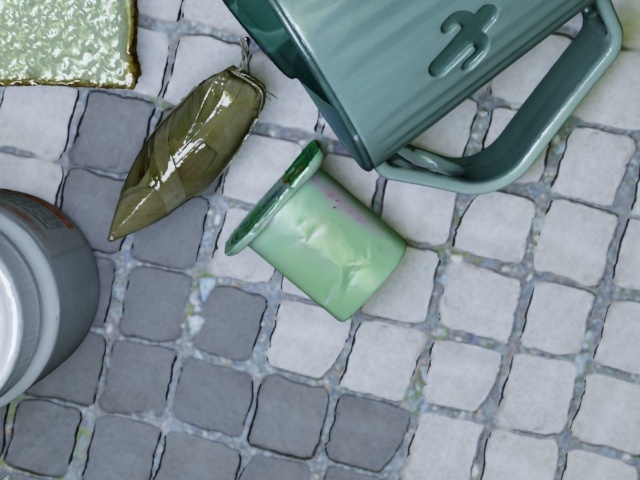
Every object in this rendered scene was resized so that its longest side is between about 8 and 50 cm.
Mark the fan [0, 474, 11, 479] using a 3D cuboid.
[{"bbox_3d":[-0.367,0.275,1.952,0.083,0.004,0.056,-30,93,4],"label":"fan"}]

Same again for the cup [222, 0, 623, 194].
[{"bbox_3d":[0.116,-0.266,1.779,0.392,0.401,0.310,-32,59,0],"label":"cup"}]

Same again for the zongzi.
[{"bbox_3d":[-0.129,-0.091,1.797,0.081,0.178,0.189,41,132,-4],"label":"zongzi"}]

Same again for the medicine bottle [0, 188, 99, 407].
[{"bbox_3d":[-0.343,0.060,1.751,0.211,0.371,0.211,0,94,3],"label":"medicine bottle"}]

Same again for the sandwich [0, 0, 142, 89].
[{"bbox_3d":[-0.313,-0.257,1.869,0.251,0.087,0.226,-3,96,0],"label":"sandwich"}]

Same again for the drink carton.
[{"bbox_3d":[0.000,0.000,1.853,0.142,0.146,0.144,41,95,-9],"label":"drink carton"}]
